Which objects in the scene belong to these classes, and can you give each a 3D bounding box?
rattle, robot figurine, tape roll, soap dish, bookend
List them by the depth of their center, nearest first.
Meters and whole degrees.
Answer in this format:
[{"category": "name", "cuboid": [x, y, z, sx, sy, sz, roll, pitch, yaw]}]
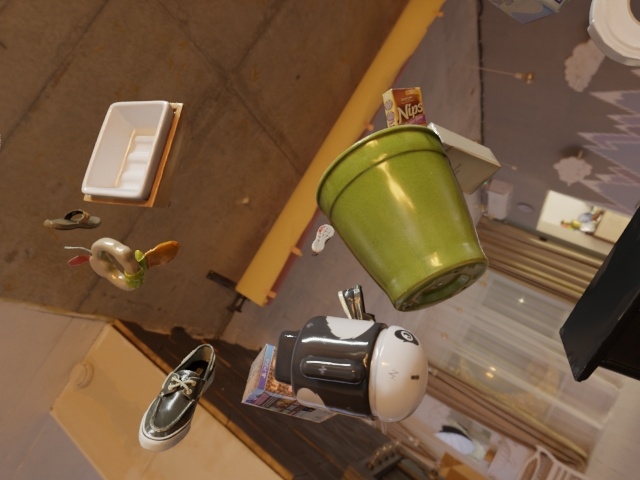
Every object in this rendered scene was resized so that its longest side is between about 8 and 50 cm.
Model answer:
[{"category": "bookend", "cuboid": [0.320, 0.066, 0.339, 0.072, 0.156, 0.157, -54, -19, -59]}, {"category": "robot figurine", "cuboid": [0.055, 0.227, 0.754, 0.209, 0.278, 0.173, -50, -44, -53]}, {"category": "rattle", "cuboid": [-0.441, 0.023, 0.906, 0.142, 0.200, 0.130, -61, -40, -33]}, {"category": "tape roll", "cuboid": [0.800, -0.564, 0.959, 0.100, 0.286, 0.286, -28, -44, -59]}, {"category": "soap dish", "cuboid": [-0.478, -0.222, 1.085, 0.118, 0.229, 0.290, 42, -124, -65]}]

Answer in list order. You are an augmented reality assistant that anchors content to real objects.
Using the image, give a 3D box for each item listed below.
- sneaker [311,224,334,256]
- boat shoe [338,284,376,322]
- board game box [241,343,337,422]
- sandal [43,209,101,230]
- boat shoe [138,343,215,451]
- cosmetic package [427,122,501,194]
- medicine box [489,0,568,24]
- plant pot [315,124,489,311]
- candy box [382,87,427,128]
[{"category": "sneaker", "cuboid": [0.000, 0.000, 1.614, 0.158, 0.061, 0.065, -55, -2, -39]}, {"category": "boat shoe", "cuboid": [0.127, 0.244, 1.189, 0.079, 0.233, 0.084, -22, -17, 1]}, {"category": "board game box", "cuboid": [-0.086, 0.483, 1.363, 0.232, 0.291, 0.141, 124, 162, -52]}, {"category": "sandal", "cuboid": [-0.671, -0.059, 1.122, 0.180, 0.072, 0.049, -24, -55, -78]}, {"category": "boat shoe", "cuboid": [-0.242, 0.259, 0.709, 0.219, 0.078, 0.070, -74, -1, -70]}, {"category": "cosmetic package", "cuboid": [0.474, -0.286, 1.472, 0.310, 0.113, 0.160, 10, -43, -30]}, {"category": "medicine box", "cuboid": [0.319, -0.532, 0.712, 0.149, 0.289, 0.263, -55, 1, 28]}, {"category": "plant pot", "cuboid": [0.222, -0.028, 1.019, 0.367, 0.353, 0.366, -18, -29, -10]}, {"category": "candy box", "cuboid": [0.259, -0.359, 1.234, 0.109, 0.053, 0.186, -13, -87, -23]}]
